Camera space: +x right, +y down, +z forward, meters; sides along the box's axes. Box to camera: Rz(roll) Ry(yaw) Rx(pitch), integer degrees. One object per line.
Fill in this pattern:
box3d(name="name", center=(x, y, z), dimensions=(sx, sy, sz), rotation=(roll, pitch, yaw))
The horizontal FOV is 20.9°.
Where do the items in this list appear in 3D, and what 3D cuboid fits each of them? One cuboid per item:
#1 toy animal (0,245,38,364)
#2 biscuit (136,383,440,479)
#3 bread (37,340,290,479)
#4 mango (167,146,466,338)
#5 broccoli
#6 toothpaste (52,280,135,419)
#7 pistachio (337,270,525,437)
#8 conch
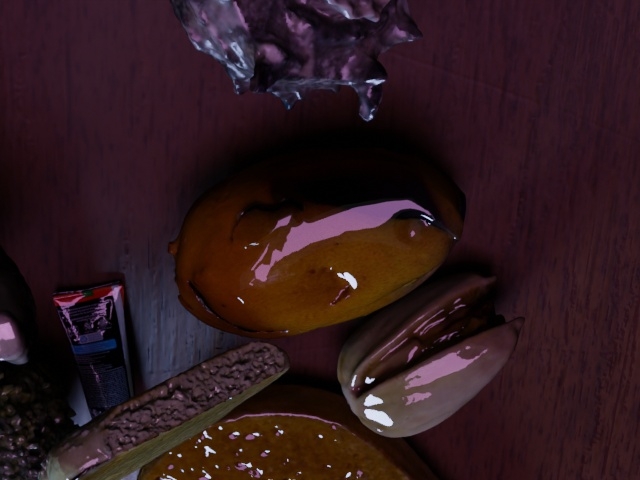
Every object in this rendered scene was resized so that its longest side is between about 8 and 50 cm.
box3d(name="toy animal", center=(-0.383, -0.043, 1.564), dimensions=(0.194, 0.302, 0.344), rotation=(-19, 98, 3))
box3d(name="biscuit", center=(-0.031, 0.320, 1.897), dimensions=(0.350, 0.070, 0.394), rotation=(-26, 120, 15))
box3d(name="bread", center=(-0.166, 0.178, 1.654), dimensions=(0.207, 0.286, 0.056), rotation=(-37, 80, 43))
box3d(name="mango", center=(0.000, 0.000, 1.641), dimensions=(0.287, 0.152, 0.201), rotation=(-9, 127, 2))
box3d(name="broccoli", center=(-0.359, 0.229, 1.707), dimensions=(0.260, 0.235, 0.288), rotation=(-15, 131, -5))
box3d(name="toothpaste", center=(-0.221, 0.131, 1.782), dimensions=(0.071, 0.045, 0.193), rotation=(-12, 117, -6))
box3d(name="pistachio", center=(0.110, 0.116, 1.747), dimensions=(0.206, 0.131, 0.129), rotation=(-35, 75, 13))
box3d(name="conch", center=(-0.027, -0.251, 1.478), dimensions=(0.240, 0.186, 0.313), rotation=(-44, 98, -7))
